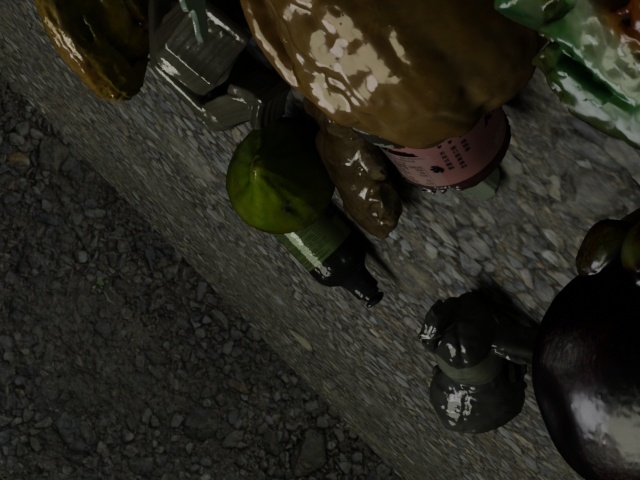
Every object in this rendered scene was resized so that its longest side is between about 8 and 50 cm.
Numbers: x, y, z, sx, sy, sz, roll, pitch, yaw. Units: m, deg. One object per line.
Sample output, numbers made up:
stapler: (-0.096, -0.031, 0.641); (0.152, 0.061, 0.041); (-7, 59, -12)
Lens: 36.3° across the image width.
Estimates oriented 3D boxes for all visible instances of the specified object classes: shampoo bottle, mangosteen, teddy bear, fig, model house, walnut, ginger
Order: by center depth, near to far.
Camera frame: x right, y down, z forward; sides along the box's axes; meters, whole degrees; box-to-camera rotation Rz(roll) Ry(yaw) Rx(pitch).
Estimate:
walnut: (0.057, -0.201, 0.726); (0.257, 0.257, 0.224); (47, -159, -6)
mangosteen: (0.302, 0.072, 0.805); (0.275, 0.274, 0.302); (170, 92, -71)
ginger: (0.043, -0.102, 1.269); (0.166, 0.080, 0.333); (42, 168, 33)
model house: (-0.134, -0.244, 1.291); (0.229, 0.122, 0.188); (46, 160, -19)
fig: (-0.047, -0.086, 1.359); (0.167, 0.167, 0.233); (51, 173, -19)
teddy bear: (0.232, 0.156, 1.379); (0.171, 0.144, 0.251); (5, 134, 12)
shampoo bottle: (0.000, 0.000, 1.598); (0.284, 0.101, 0.101); (47, 164, -5)

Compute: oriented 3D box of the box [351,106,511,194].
box: (0.105, -0.128, 0.930); (0.151, 0.151, 0.135); (32, 168, 39)

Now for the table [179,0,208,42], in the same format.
table: (-0.149, -0.327, 1.073); (0.166, 0.166, 0.198); (41, 172, 15)

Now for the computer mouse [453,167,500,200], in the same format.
computer mouse: (0.136, -0.102, 1.077); (0.182, 0.056, 0.089); (52, 168, -26)

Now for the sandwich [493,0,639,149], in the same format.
sandwich: (0.234, -0.106, 0.485); (0.250, 0.162, 0.301); (22, 173, -5)

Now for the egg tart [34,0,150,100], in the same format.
egg tart: (-0.306, -0.341, 1.376); (0.294, 0.123, 0.294); (-19, -90, -80)
